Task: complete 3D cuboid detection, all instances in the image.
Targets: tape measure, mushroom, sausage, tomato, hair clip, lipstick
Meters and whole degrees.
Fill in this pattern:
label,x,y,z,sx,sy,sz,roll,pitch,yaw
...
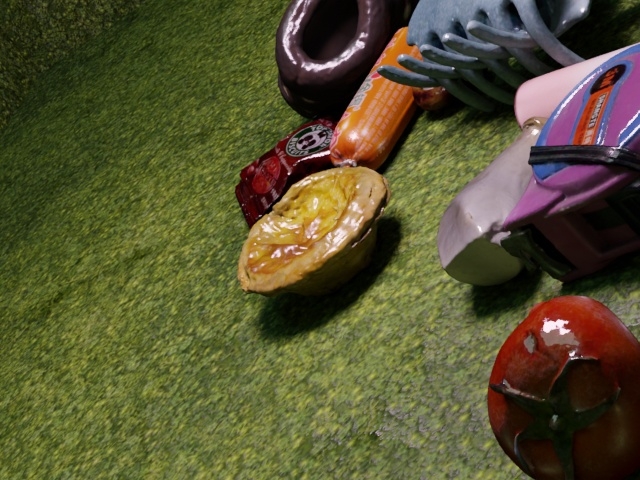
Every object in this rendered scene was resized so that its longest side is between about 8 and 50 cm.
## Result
label,x,y,z,sx,sy,sz,roll,pitch,yaw
tape measure,0.323,-0.086,1.498,0.245,0.149,0.231,-24,28,50
mushroom,0.208,-0.045,1.645,0.118,0.103,0.270,-38,15,40
mushroom,0.193,-0.232,2.092,0.123,0.052,0.123,-28,20,11
sausage,0.092,-0.197,2.130,0.093,0.093,0.312,-17,31,43
tomato,0.222,0.133,1.228,0.167,0.167,0.167,-33,23,16
hair clip,0.239,-0.323,1.884,0.318,0.392,0.238,-11,62,63
lipstick,0.378,-0.188,1.666,0.326,0.087,0.087,-15,33,47

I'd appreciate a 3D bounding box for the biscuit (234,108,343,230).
label,x,y,z,sx,sy,sz,roll,pitch,yaw
biscuit,-0.035,-0.121,2.228,0.235,0.063,0.151,-34,33,1

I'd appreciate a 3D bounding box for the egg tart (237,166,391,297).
label,x,y,z,sx,sy,sz,roll,pitch,yaw
egg tart,0.000,0.000,1.883,0.241,0.106,0.241,-31,26,17

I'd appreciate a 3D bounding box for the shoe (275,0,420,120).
label,x,y,z,sx,sy,sz,roll,pitch,yaw
shoe,0.065,-0.383,2.298,0.384,0.171,0.237,-54,-6,-10
